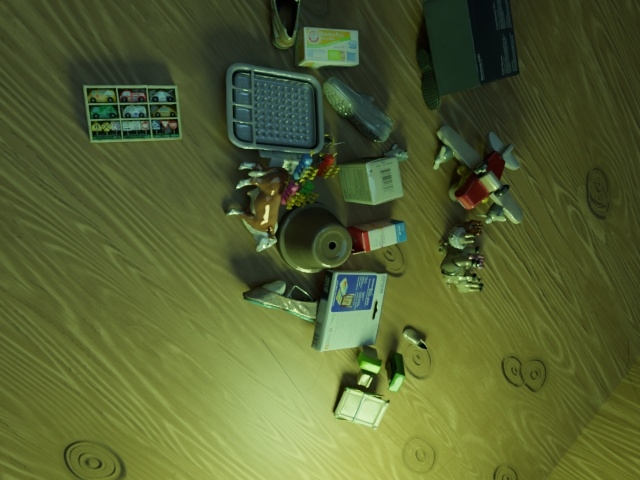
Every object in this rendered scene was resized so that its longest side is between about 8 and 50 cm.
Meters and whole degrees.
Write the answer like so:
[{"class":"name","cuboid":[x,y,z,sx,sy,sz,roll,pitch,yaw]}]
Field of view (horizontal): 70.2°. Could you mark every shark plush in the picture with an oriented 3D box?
[{"class":"shark plush","cuboid":[0.275,-0.305,1.762,0.161,0.073,0.067,-40,141,-17]}]

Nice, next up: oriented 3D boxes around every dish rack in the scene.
[{"class":"dish rack","cuboid":[-0.155,-0.426,1.522,0.333,0.072,0.285,1,81,-23]}]

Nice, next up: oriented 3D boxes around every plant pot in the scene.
[{"class":"plant pot","cuboid":[0.000,0.000,1.598,0.263,0.229,0.263,-4,99,-23]}]

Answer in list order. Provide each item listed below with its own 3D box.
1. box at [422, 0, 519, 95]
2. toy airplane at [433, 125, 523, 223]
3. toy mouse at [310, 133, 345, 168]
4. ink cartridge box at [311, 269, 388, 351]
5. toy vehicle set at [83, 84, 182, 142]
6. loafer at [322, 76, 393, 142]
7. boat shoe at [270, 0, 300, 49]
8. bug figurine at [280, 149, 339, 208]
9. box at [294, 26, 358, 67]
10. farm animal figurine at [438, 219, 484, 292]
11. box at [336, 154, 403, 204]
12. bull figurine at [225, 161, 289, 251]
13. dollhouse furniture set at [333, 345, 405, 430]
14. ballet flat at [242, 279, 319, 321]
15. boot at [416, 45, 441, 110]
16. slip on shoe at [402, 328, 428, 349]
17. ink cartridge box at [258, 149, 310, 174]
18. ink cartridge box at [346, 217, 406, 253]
[{"class":"box","cuboid":[0.568,-0.751,1.700,0.312,0.179,0.343,-26,108,-38]},{"class":"toy airplane","cuboid":[0.636,-0.258,1.837,0.384,0.272,0.386,9,58,-34]},{"class":"toy mouse","cuboid":[-0.007,-0.318,1.651,0.161,0.031,0.143,18,91,-24]},{"class":"ink cartridge box","cuboid":[0.118,0.264,1.760,0.307,0.072,0.304,6,96,-46]},{"class":"toy vehicle set","cuboid":[-0.571,-0.389,1.399,0.267,0.035,0.166,-8,101,-22]},{"class":"loafer","cuboid":[0.140,-0.486,1.651,0.319,0.112,0.111,35,79,-31]},{"class":"boat shoe","cuboid":[-0.113,-0.795,1.491,0.113,0.103,0.302,-9,102,-22]},{"class":"bug figurine","cuboid":[-0.043,-0.204,1.494,0.072,0.279,0.216,38,111,12]},{"class":"box","cuboid":[0.019,-0.659,1.568,0.203,0.103,0.114,-7,101,-22]},{"class":"farm animal figurine","cuboid":[0.567,0.085,1.875,0.327,0.172,0.330,-25,113,-61]},{"class":"box","cuboid":[0.174,-0.219,1.632,0.127,0.232,0.149,-18,105,-20]},{"class":"bull figurine","cuboid":[-0.209,-0.115,1.532,0.188,0.101,0.310,12,113,-18]},{"class":"dollhouse furniture set","cuboid":[0.195,0.595,1.863,0.197,0.151,0.301,20,108,-4]},{"class":"ballet flat","cuboid":[-0.134,0.204,1.648,0.316,0.107,0.106,24,85,-34]},{"class":"boot","cuboid":[0.474,-0.648,1.779,0.161,0.083,0.246,-22,107,-24]},{"class":"slip on shoe","cuboid":[0.406,0.424,1.936,0.051,0.041,0.135,-48,113,-9]},{"class":"ink cartridge box","cuboid":[-0.133,-0.283,1.558,0.181,0.104,0.061,3,134,-23]},{"class":"ink cartridge box","cuboid":[0.192,-0.019,1.725,0.231,0.134,0.078,-14,104,-21]}]
